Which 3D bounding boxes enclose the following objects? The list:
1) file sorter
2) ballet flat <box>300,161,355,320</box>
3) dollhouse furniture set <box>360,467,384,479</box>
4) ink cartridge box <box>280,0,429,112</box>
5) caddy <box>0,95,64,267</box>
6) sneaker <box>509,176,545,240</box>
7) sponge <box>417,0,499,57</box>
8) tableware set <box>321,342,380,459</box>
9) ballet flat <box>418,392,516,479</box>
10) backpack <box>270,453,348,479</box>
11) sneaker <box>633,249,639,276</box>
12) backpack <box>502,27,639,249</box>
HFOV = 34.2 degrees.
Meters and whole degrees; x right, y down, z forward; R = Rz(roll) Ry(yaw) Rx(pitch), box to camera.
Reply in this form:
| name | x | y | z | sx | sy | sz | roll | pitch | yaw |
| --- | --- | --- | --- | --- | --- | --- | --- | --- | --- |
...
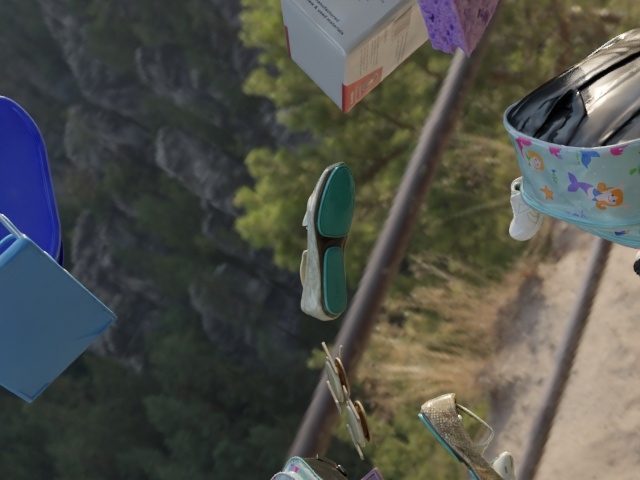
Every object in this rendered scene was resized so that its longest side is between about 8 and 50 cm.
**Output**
| name | x | y | z | sx | sy | sz | roll | pitch | yaw |
| --- | --- | --- | --- | --- | --- | --- | --- | --- | --- |
| file sorter | -0.298 | 0.052 | 0.980 | 0.118 | 0.170 | 0.104 | -45 | 58 | -8 |
| ballet flat | 0.000 | 0.000 | 1.100 | 0.052 | 0.057 | 0.168 | 2 | 87 | 45 |
| dollhouse furniture set | 0.029 | 0.339 | 1.217 | 0.114 | 0.081 | 0.091 | -48 | 60 | 34 |
| ink cartridge box | 0.091 | -0.305 | 1.232 | 0.273 | 0.114 | 0.197 | -42 | -9 | -7 |
| caddy | -0.489 | -0.039 | 1.451 | 0.179 | 0.241 | 0.341 | 144 | 116 | -69 |
| sneaker | 0.279 | -0.056 | 1.404 | 0.152 | 0.061 | 0.054 | 110 | 164 | -51 |
| sponge | 0.106 | -0.226 | 0.605 | 0.031 | 0.117 | 0.210 | 18 | 71 | 29 |
| tableware set | 0.056 | 0.285 | 1.871 | 0.039 | 0.128 | 0.194 | -17 | 46 | -11 |
| ballet flat | 0.214 | 0.286 | 1.380 | 0.067 | 0.206 | 0.073 | -38 | -19 | -1 |
| backpack | -0.025 | 0.431 | 1.523 | 0.166 | 0.144 | 0.188 | 38 | 108 | 29 |
| sneaker | 0.635 | 0.054 | 1.864 | 0.057 | 0.161 | 0.075 | -60 | 5 | 41 |
| backpack | 0.321 | -0.102 | 1.058 | 0.253 | 0.191 | 0.225 | -25 | 28 | -24 |
